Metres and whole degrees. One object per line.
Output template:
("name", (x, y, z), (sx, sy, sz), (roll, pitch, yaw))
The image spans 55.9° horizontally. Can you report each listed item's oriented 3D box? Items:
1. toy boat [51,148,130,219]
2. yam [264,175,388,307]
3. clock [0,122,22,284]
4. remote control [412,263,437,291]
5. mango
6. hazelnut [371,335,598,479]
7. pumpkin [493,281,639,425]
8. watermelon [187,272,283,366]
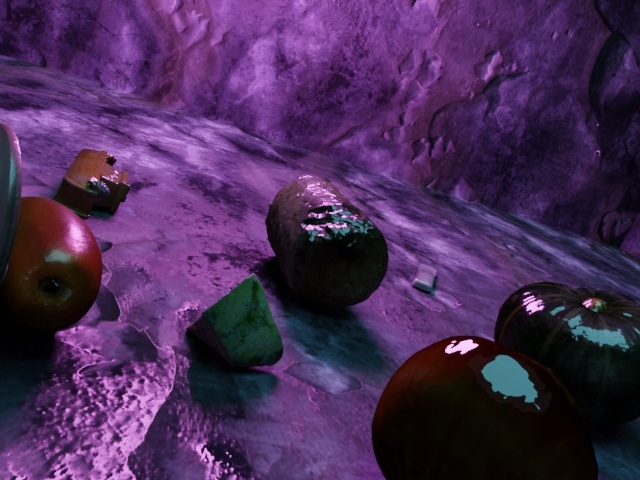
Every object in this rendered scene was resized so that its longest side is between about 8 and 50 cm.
("toy boat", (-0.446, -0.120, 1.214), (0.122, 0.089, 0.321), (21, 14, -19))
("yam", (0.000, 0.000, 1.166), (0.195, 0.195, 0.300), (14, 16, -20))
("clock", (-0.382, -0.012, 0.662), (0.056, 0.244, 0.244), (16, 15, -42))
("remote control", (0.261, 0.086, 1.492), (0.050, 0.027, 0.184), (23, 16, 9))
("mango", (-0.360, 0.018, 0.765), (0.129, 0.146, 0.289), (2, 24, -42))
("hazelnut", (0.180, 0.230, 0.656), (0.251, 0.217, 0.217), (46, 19, 3))
("pumpkin", (0.460, 0.196, 1.077), (0.300, 0.207, 0.300), (7, 25, -3))
("watermelon", (-0.136, 0.102, 0.842), (0.098, 0.121, 0.158), (-22, 35, -34))
